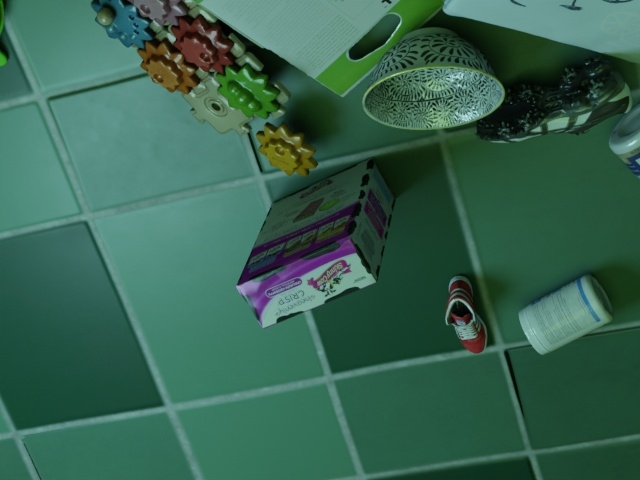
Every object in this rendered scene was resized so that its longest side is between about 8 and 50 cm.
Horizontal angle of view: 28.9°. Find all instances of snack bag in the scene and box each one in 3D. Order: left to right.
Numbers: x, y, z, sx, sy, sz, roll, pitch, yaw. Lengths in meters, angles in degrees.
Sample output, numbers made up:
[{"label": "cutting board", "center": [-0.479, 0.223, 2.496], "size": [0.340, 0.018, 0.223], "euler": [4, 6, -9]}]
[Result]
[{"label": "snack bag", "center": [0.331, -0.270, 1.287], "size": [0.323, 0.037, 0.342], "euler": [9, 161, -25]}]

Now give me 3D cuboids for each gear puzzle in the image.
[{"label": "gear puzzle", "center": [-0.137, -0.188, 1.522], "size": [0.339, 0.044, 0.175], "euler": [44, 145, -20]}]

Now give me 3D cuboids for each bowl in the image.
[{"label": "bowl", "center": [0.132, -0.202, 1.485], "size": [0.170, 0.080, 0.170], "euler": [-3, 161, -1]}]

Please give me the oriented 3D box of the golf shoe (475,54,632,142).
[{"label": "golf shoe", "center": [0.282, -0.150, 1.504], "size": [0.198, 0.077, 0.094], "euler": [-14, 149, 38]}]

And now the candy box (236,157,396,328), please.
[{"label": "candy box", "center": [0.000, 0.000, 1.538], "size": [0.159, 0.233, 0.071], "euler": [-23, 111, 20]}]

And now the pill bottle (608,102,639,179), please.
[{"label": "pill bottle", "center": [0.437, -0.089, 1.502], "size": [0.169, 0.094, 0.094], "euler": [43, 115, -13]}]

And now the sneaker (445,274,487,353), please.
[{"label": "sneaker", "center": [0.194, 0.113, 1.659], "size": [0.042, 0.067, 0.118], "euler": [-13, 114, 15]}]

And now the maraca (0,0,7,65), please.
[{"label": "maraca", "center": [-0.456, -0.268, 1.552], "size": [0.127, 0.099, 0.186], "euler": [-11, 137, -9]}]

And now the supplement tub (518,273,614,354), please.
[{"label": "supplement tub", "center": [0.322, 0.097, 1.629], "size": [0.107, 0.071, 0.071], "euler": [-30, 109, 21]}]

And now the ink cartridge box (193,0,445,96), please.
[{"label": "ink cartridge box", "center": [-0.008, -0.309, 1.467], "size": [0.189, 0.097, 0.255], "euler": [-40, 132, 24]}]

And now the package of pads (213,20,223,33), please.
[{"label": "package of pads", "center": [-0.147, -0.256, 1.544], "size": [0.050, 0.032, 0.083], "euler": [-13, 114, 17]}]
